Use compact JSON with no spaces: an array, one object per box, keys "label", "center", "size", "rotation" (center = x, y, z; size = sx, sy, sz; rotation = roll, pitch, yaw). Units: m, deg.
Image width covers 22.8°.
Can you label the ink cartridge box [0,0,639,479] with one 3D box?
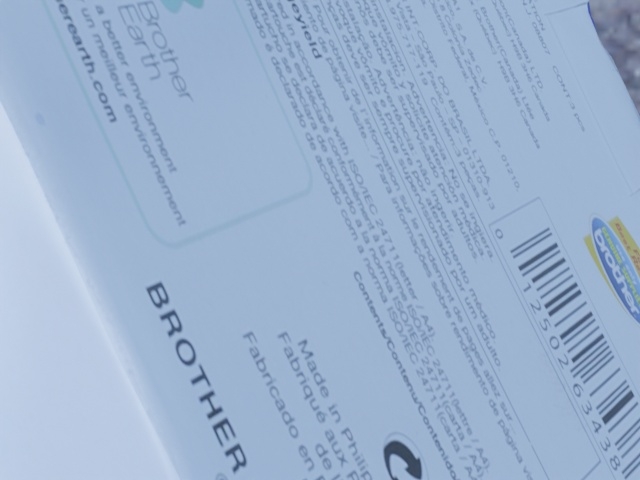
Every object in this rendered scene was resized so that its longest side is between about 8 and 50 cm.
[{"label":"ink cartridge box","center":[0.000,0.000,0.507],"size":[0.151,0.270,0.395],"rotation":[-25,180,34]}]
